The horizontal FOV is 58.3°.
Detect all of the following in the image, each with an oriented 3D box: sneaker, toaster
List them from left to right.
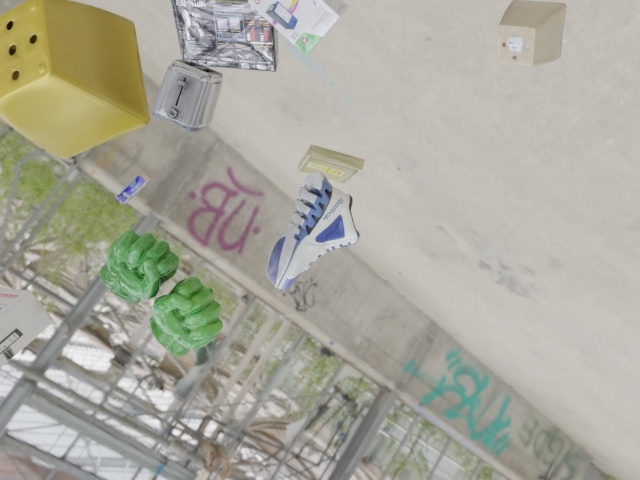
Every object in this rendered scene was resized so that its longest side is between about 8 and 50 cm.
[{"bbox_3d":[-0.323,-0.364,1.440,0.129,0.147,0.227,23,-163,0],"label":"toaster"},{"bbox_3d":[0.001,-0.001,1.478,0.182,0.316,0.127,21,-168,-27],"label":"sneaker"}]

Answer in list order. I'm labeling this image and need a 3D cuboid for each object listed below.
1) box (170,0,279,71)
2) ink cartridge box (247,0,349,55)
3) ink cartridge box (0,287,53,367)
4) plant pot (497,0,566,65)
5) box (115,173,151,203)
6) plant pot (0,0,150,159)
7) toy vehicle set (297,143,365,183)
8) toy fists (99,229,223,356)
[{"bbox_3d":[-0.287,-0.649,1.759,0.307,0.077,0.243,5,141,4],"label":"box"},{"bbox_3d":[-0.059,-0.620,1.503,0.212,0.093,0.154,42,132,-12],"label":"ink cartridge box"},{"bbox_3d":[-0.635,0.183,1.072,0.148,0.203,0.086,0,126,35],"label":"ink cartridge box"},{"bbox_3d":[0.400,-0.395,1.118,0.109,0.096,0.109,22,138,35],"label":"plant pot"},{"bbox_3d":[-0.471,-0.132,1.449,0.028,0.081,0.136,47,178,-15],"label":"box"},{"bbox_3d":[-0.451,-0.289,0.988,0.212,0.212,0.187,-17,168,20],"label":"plant pot"},{"bbox_3d":[0.026,-0.232,1.781,0.165,0.035,0.267,15,175,-8],"label":"toy vehicle set"},{"bbox_3d":[-0.317,0.103,1.155,0.279,0.142,0.096,47,-162,1],"label":"toy fists"}]
